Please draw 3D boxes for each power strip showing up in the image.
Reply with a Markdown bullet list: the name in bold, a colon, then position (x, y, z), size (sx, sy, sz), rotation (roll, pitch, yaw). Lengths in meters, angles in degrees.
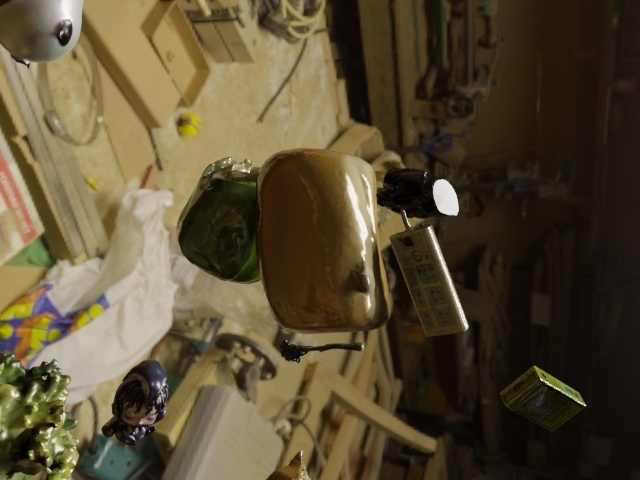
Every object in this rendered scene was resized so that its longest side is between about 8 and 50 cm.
- **power strip**: position (0.204, 0.065, 1.304), size (0.034, 0.092, 0.267), rotation (-30, 102, -48)

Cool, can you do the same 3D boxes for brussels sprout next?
- **brussels sprout**: position (-0.207, -0.054, 1.663), size (0.371, 0.276, 0.314), rotation (-107, -147, -65)

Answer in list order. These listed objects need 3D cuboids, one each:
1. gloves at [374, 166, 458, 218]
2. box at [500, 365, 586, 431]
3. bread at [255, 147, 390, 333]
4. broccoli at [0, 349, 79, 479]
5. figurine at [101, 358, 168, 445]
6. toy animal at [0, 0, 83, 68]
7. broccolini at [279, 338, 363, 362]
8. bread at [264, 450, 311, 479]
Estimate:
- **gloves**: position (0.199, -0.112, 1.555), size (0.164, 0.203, 0.124), rotation (35, 67, -38)
- **box**: position (0.668, 0.478, 2.027), size (0.220, 0.141, 0.064), rotation (32, 26, -24)
- **bread**: position (0.000, 0.000, 1.369), size (0.348, 0.253, 0.375), rotation (7, 78, -76)
- **broccoli**: position (-0.486, 0.276, 0.893), size (0.272, 0.334, 0.324), rotation (52, 18, 8)
- **figurine**: position (-0.454, 0.404, 1.711), size (0.222, 0.145, 0.145), rotation (-58, 169, 24)
- **toy animal**: position (-0.743, -0.604, 1.696), size (0.309, 0.251, 0.251), rotation (62, 27, -5)
- **broccolini**: position (-0.002, 0.322, 1.971), size (0.071, 0.255, 0.057), rotation (58, 33, -51)
- **bread**: position (-0.164, 0.705, 1.617), size (0.315, 0.279, 0.248), rotation (-74, 147, -54)
